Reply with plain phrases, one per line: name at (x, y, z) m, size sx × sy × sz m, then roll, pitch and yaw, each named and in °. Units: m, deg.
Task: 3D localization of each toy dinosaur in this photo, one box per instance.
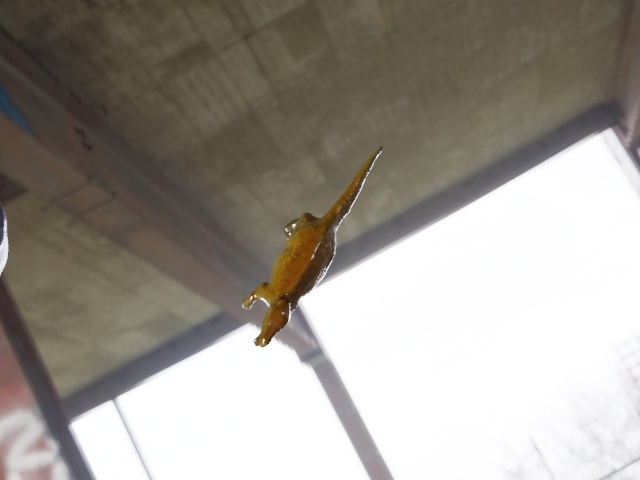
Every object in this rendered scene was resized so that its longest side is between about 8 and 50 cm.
toy dinosaur at (0.000, 0.000, 0.852) m, size 0.162 × 0.039 × 0.126 m, roll -55°, pitch 7°, yaw 0°

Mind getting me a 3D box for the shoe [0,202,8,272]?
shoe at (-0.294, 0.058, 0.836) m, size 0.245 × 0.095 × 0.137 m, roll -47°, pitch -3°, yaw -5°
